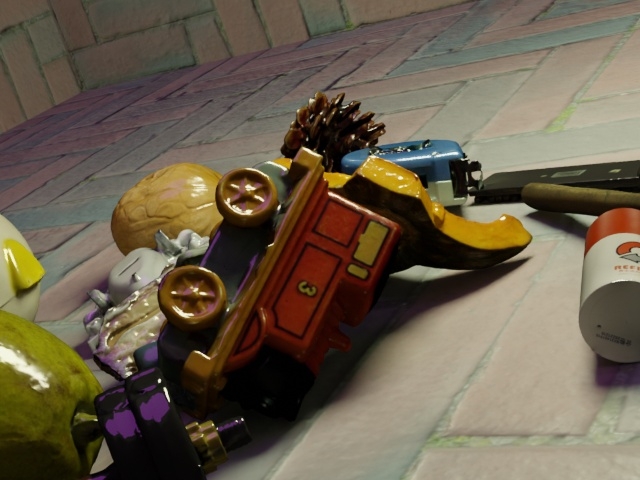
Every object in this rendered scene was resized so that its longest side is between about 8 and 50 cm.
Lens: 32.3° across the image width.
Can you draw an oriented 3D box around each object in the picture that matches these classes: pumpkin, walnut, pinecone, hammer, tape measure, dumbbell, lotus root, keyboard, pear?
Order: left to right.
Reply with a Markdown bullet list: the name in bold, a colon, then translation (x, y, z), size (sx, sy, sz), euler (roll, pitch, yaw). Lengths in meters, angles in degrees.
- **pear**: translation (-0.398, 0.201, 1.244), size (0.375, 0.287, 0.287), euler (0, 23, 13)
- **dumbbell**: translation (-0.250, 0.255, 1.063), size (0.388, 0.185, 0.185), euler (-22, 19, -10)
- **walnut**: translation (-0.249, -0.036, 1.910), size (0.225, 0.193, 0.193), euler (-19, 18, 11)
- **lotus root**: translation (-0.166, 0.106, 1.550), size (0.329, 0.078, 0.167), euler (-31, 60, -28)
- **pinecone**: translation (0.031, -0.172, 2.027), size (0.207, 0.208, 0.208), euler (-17, 18, 6)
- **pumpkin**: translation (0.096, -0.032, 1.500), size (0.290, 0.258, 0.095), euler (-6, 56, 40)
- **tape measure**: translation (0.147, -0.121, 1.831), size (0.215, 0.098, 0.351), euler (-7, 10, 5)
- **keyboard**: translation (0.380, -0.090, 1.692), size (0.317, 0.027, 0.106), euler (-2, 21, 41)
- **hammer**: translation (0.375, -0.053, 1.443), size (0.044, 0.168, 0.440), euler (-51, 15, -6)

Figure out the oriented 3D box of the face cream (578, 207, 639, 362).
- **face cream**: translation (0.340, 0.044, 1.235), size (0.095, 0.096, 0.214), euler (-12, 19, 19)

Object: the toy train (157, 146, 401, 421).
- **toy train**: translation (-0.049, 0.051, 1.328), size (0.231, 0.163, 0.369), euler (24, 64, 6)

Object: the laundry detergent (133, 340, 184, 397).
- **laundry detergent**: translation (-0.131, 0.145, 1.420), size (0.206, 0.097, 0.061), euler (-19, 46, -12)

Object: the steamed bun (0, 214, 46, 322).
- **steamed bun**: translation (-0.616, 0.091, 1.696), size (0.334, 0.334, 0.374), euler (0, 31, 44)

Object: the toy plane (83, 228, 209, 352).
- **toy plane**: translation (-0.261, 0.077, 1.691), size (0.252, 0.118, 0.252), euler (-33, 21, 15)

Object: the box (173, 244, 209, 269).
- **box**: translation (-0.104, 0.063, 1.474), size (0.172, 0.093, 0.124), euler (-14, -25, -17)
